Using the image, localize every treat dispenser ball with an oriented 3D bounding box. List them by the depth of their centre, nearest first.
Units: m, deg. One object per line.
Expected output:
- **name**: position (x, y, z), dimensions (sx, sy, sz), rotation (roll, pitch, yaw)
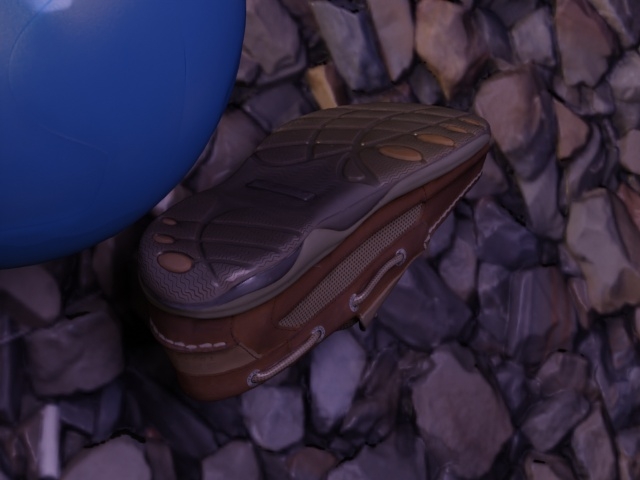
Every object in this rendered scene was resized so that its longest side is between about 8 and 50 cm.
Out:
- **treat dispenser ball**: position (-0.184, -0.128, 1.087), dimensions (0.288, 0.288, 0.288), rotation (9, 73, -30)

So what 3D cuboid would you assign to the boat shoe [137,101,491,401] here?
- **boat shoe**: position (0.000, 0.000, 1.290), dimensions (0.324, 0.123, 0.116), rotation (-31, 128, -42)
